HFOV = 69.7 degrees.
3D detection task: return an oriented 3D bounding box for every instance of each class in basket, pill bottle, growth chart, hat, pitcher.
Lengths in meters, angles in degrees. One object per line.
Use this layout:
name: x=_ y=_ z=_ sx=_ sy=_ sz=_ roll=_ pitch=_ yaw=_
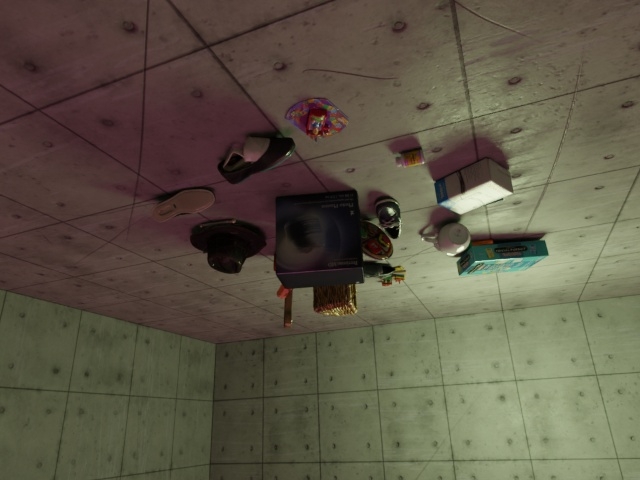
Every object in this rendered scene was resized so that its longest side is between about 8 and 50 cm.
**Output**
basket: x=0.108 y=0.180 z=2.064 sx=0.223 sy=0.299 sz=0.213 roll=-21 pitch=151 yaw=39
pill bottle: x=0.269 y=-0.244 z=1.382 sx=0.083 sy=0.043 sz=0.043 roll=-10 pitch=156 yaw=18
growth chart: x=-0.386 y=-0.027 z=1.879 sx=0.171 sy=0.021 sz=0.237 roll=-5 pitch=158 yaw=5
hat: x=-0.374 y=0.059 z=1.892 sx=0.331 sy=0.134 sz=0.331 roll=-4 pitch=156 yaw=-2
pitcher: x=0.517 y=-0.008 z=1.907 sx=0.177 sy=0.126 sz=0.207 roll=13 pitch=169 yaw=3

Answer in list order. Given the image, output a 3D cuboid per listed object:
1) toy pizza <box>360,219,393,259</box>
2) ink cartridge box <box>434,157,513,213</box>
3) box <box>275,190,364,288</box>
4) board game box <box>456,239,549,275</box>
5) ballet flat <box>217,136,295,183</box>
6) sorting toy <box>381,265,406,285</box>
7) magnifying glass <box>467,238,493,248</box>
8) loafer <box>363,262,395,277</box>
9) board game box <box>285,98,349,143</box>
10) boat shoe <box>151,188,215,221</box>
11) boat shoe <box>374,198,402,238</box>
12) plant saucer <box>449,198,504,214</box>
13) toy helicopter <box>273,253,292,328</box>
toy pizza: x=0.199 y=-0.009 z=1.765 sx=0.201 sy=0.201 sz=0.032 roll=10 pitch=135 yaw=-28
ink cartridge box: x=0.506 y=-0.174 z=1.521 sx=0.148 sy=0.086 sz=0.203 roll=16 pitch=152 yaw=-38
box: x=0.000 y=0.000 z=1.625 sx=0.296 sy=0.294 sz=0.183 roll=-5 pitch=158 yaw=6
board game box: x=0.844 y=0.085 z=2.161 sx=0.335 sy=0.079 sz=0.254 roll=-4 pitch=161 yaw=-2
ballet flat: x=-0.197 y=-0.234 z=1.308 sx=0.280 sy=0.095 sz=0.096 roll=-21 pitch=139 yaw=39
sorting toy: x=0.398 y=0.205 z=2.488 sx=0.132 sy=0.046 sz=0.274 roll=-5 pitch=157 yaw=6
magnifying glass: x=0.669 y=0.025 z=2.104 sx=0.230 sy=0.026 sz=0.092 roll=-12 pitch=156 yaw=21
loafer: x=0.278 y=0.145 z=2.300 sx=0.223 sy=0.076 sz=0.078 roll=7 pitch=151 yaw=-33
board game box: x=-0.006 y=-0.308 z=1.216 sx=0.133 sy=0.033 sz=0.168 roll=-17 pitch=154 yaw=33
boat shoe: x=-0.464 y=-0.130 z=1.580 sx=0.233 sy=0.084 sz=0.079 roll=-15 pitch=-167 yaw=14
boat shoe: x=0.261 y=-0.077 z=1.741 sx=0.095 sy=0.079 sz=0.254 roll=-8 pitch=158 yaw=10
plant saucer: x=0.576 y=-0.139 z=1.704 sx=0.192 sy=0.018 sz=0.067 roll=-19 pitch=152 yaw=34
toy helicopter: x=-0.137 y=0.214 z=2.052 sx=0.140 sy=0.355 sz=0.235 roll=2 pitch=175 yaw=-9
